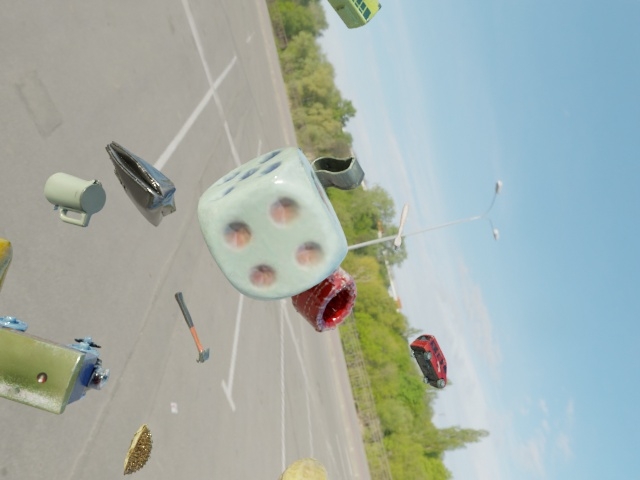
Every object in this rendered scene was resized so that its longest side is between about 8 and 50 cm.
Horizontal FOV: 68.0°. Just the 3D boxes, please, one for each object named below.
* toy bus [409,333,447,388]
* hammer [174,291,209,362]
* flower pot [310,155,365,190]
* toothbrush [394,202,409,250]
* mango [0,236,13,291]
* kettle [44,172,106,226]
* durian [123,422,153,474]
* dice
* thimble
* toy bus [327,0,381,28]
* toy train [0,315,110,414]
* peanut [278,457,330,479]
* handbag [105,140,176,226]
[{"bbox_3d":[0.401,0.439,1.715,0.081,0.089,0.195,-7,-66,54],"label":"toy bus"},{"bbox_3d":[-0.499,0.335,1.833,0.111,0.033,0.288,-28,-95,54],"label":"hammer"},{"bbox_3d":[0.065,-0.282,1.991,0.108,0.229,0.103,50,59,-39],"label":"flower pot"},{"bbox_3d":[0.311,-0.058,1.812,0.307,0.025,0.030,-65,160,-50],"label":"toothbrush"},{"bbox_3d":[-0.961,0.124,1.276,0.173,0.317,0.211,32,0,8],"label":"mango"},{"bbox_3d":[-0.706,-0.123,1.358,0.127,0.148,0.098,-60,154,-30],"label":"kettle"},{"bbox_3d":[-0.465,0.541,1.221,0.066,0.052,0.130,-13,-128,57],"label":"durian"},{"bbox_3d":[-0.105,-0.040,1.093,0.268,0.262,0.265,61,8,-24],"label":"dice"},{"bbox_3d":[0.010,0.159,1.327,0.125,0.163,0.190,39,-36,32],"label":"thimble"},{"bbox_3d":[0.073,-0.650,1.254,0.088,0.101,0.175,15,-20,50],"label":"toy bus"},{"bbox_3d":[-0.572,0.232,0.913,0.202,0.299,0.131,121,-14,-81],"label":"toy train"},{"bbox_3d":[-0.056,0.690,1.234,0.313,0.149,0.149,-61,138,-69],"label":"peanut"},{"bbox_3d":[-0.672,-0.215,1.775,0.288,0.152,0.342,46,-21,-4],"label":"handbag"}]
